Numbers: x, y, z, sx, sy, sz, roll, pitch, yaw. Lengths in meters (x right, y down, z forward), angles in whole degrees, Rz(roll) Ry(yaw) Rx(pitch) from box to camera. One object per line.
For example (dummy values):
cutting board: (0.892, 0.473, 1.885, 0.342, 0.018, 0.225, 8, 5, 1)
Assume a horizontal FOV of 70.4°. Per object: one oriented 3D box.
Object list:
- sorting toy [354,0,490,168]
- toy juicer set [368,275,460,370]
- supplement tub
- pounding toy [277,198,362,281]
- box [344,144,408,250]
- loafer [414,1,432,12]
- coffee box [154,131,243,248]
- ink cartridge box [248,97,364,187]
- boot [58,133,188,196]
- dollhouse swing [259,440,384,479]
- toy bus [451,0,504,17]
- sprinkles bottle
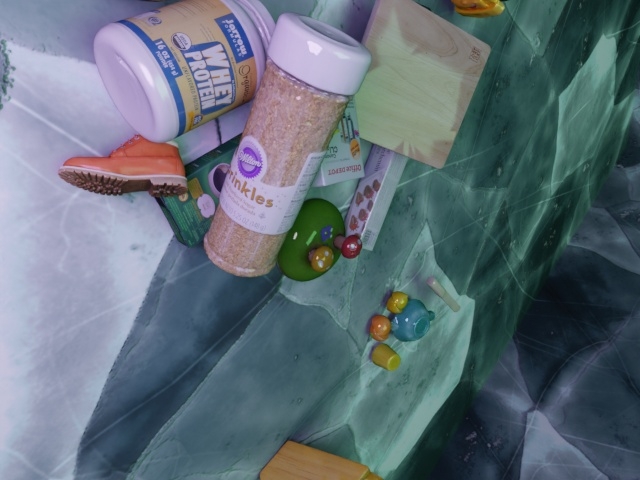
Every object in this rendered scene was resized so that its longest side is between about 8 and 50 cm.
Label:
sorting toy: (0.167, -0.305, 0.897, 0.258, 0.089, 0.255, 15, 102, -26)
toy juicer set: (0.259, 0.211, 1.333, 0.329, 0.090, 0.209, -35, 119, -21)
supplement tub: (-0.162, -0.228, 0.586, 0.200, 0.144, 0.144, -38, 133, -29)
pounding toy: (0.000, 0.000, 0.910, 0.182, 0.110, 0.236, -54, 140, -14)
box: (0.134, -0.137, 1.026, 0.067, 0.063, 0.323, 13, 99, -51)
loafer: (0.236, -0.422, 0.982, 0.223, 0.078, 0.076, 30, 86, -51)
coffee box: (-0.168, -0.084, 0.735, 0.184, 0.041, 0.113, -40, 135, -27)
ink cartridge box: (-0.021, -0.173, 0.738, 0.128, 0.128, 0.176, -22, 107, -52)
boot: (-0.264, -0.106, 0.613, 0.158, 0.059, 0.084, -1, 75, -32)
dollhouse swing: (-0.015, 0.738, 1.146, 0.304, 0.316, 0.346, -63, 146, -37)
toy bus: (0.316, -0.606, 0.941, 0.212, 0.149, 0.220, 3, 110, -35)
sprinkles bottle: (-0.058, -0.111, 0.624, 0.121, 0.121, 0.355, -11, 139, -45)
